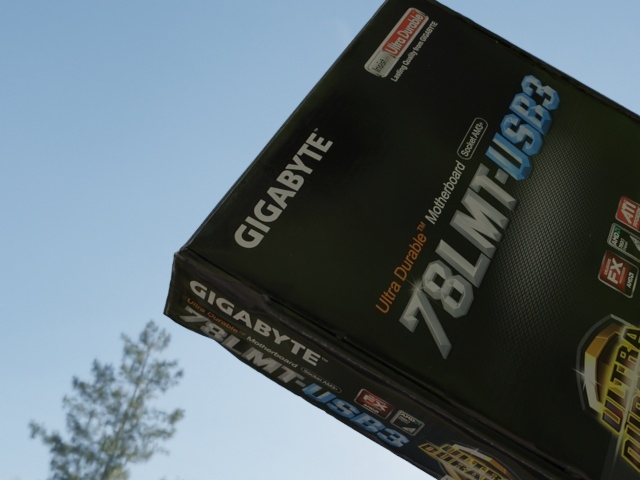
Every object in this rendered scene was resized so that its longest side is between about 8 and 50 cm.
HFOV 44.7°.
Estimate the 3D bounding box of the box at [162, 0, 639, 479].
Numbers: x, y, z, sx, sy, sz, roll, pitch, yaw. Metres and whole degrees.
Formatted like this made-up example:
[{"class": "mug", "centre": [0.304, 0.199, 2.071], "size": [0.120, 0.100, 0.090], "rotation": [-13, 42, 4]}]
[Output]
[{"class": "box", "centre": [0.110, 0.001, 0.469], "size": [0.293, 0.295, 0.073], "rotation": [32, -39, 4]}]
